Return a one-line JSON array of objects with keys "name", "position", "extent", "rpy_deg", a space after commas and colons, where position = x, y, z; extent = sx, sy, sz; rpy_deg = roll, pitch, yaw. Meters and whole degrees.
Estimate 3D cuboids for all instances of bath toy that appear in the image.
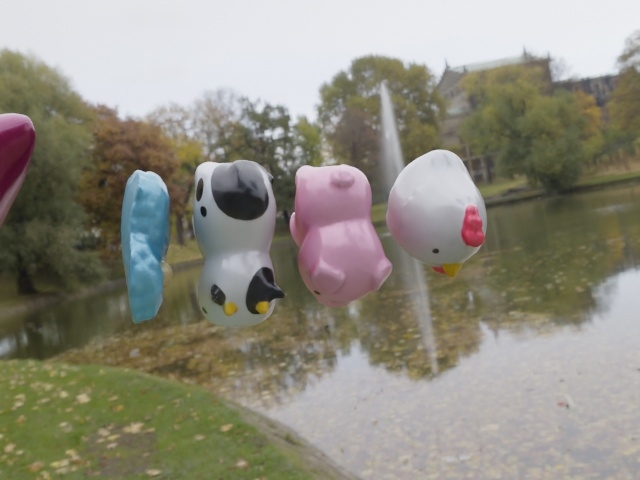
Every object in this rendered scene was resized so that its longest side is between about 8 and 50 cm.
[{"name": "bath toy", "position": [0.000, 0.000, 0.684], "extent": [0.348, 0.152, 0.129], "rpy_deg": [-7, 22, -15]}]

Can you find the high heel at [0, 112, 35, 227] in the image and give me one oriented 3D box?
[{"name": "high heel", "position": [-0.316, 0.002, 0.650], "extent": [0.181, 0.127, 0.377], "rpy_deg": [-32, 5, -20]}]
